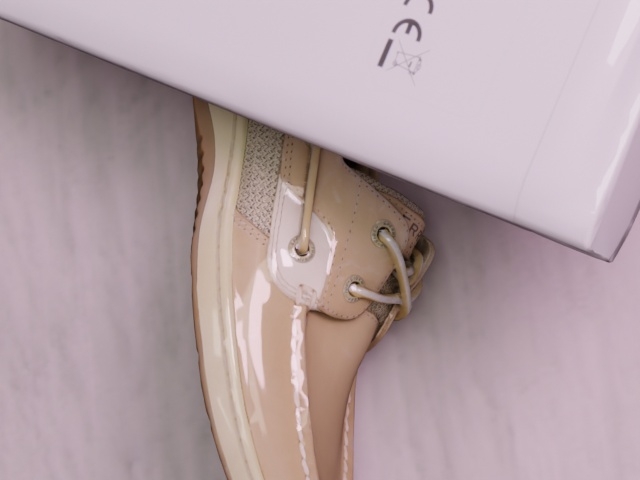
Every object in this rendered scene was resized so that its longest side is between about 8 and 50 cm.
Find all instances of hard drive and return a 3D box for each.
[{"bbox_3d":[0.013,-0.160,0.839,0.353,0.047,0.233,23,91,29],"label":"hard drive"}]

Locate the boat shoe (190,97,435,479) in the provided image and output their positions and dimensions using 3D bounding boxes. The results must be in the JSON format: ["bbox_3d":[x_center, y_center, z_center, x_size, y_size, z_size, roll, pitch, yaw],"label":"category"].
[{"bbox_3d":[0.000,0.000,0.896,0.098,0.109,0.302,-7,71,11],"label":"boat shoe"}]
